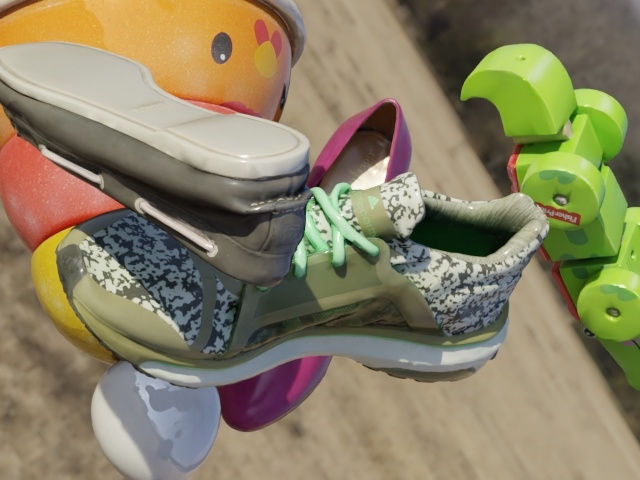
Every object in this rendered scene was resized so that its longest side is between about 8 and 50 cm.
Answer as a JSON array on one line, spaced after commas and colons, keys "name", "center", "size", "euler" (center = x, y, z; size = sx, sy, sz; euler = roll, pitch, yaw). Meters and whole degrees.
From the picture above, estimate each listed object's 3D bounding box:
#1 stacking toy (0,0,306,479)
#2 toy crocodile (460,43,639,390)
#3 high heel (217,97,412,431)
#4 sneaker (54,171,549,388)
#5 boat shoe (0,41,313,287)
[{"name": "stacking toy", "center": [-0.162, -0.001, 1.696], "size": [0.350, 0.350, 0.480], "euler": [40, 39, -65]}, {"name": "toy crocodile", "center": [0.220, -0.015, 1.520], "size": [0.340, 0.105, 0.115], "euler": [60, 38, -32]}, {"name": "high heel", "center": [-0.012, 0.019, 1.923], "size": [0.127, 0.377, 0.181], "euler": [21, -30, 4]}, {"name": "sneaker", "center": [0.000, 0.000, 1.362], "size": [0.410, 0.182, 0.158], "euler": [1, 51, -33]}, {"name": "boat shoe", "center": [-0.132, -0.059, 1.249], "size": [0.335, 0.112, 0.096], "euler": [26, -60, 45]}]
